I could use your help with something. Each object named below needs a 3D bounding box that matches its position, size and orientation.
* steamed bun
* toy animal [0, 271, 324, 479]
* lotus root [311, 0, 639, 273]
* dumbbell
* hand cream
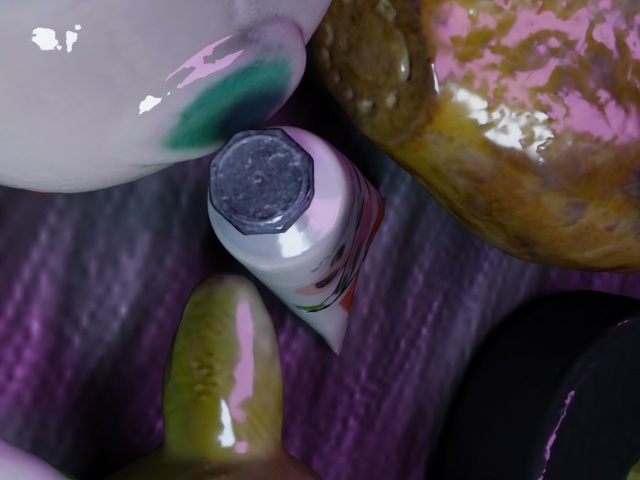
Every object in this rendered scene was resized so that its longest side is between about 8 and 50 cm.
[{"bbox_3d":[-0.061,-0.121,0.502,0.228,0.130,0.177,-55,131,-23],"label":"steamed bun"},{"bbox_3d":[-0.034,0.164,0.569,0.363,0.180,0.181,49,56,-12],"label":"toy animal"},{"bbox_3d":[0.124,-0.074,0.647,0.291,0.193,0.193,4,95,-45],"label":"lotus root"},{"bbox_3d":[0.236,0.146,0.690,0.203,0.322,0.204,-9,103,-42],"label":"dumbbell"},{"bbox_3d":[0.000,0.000,0.573,0.234,0.050,0.080,42,66,-76],"label":"hand cream"}]
